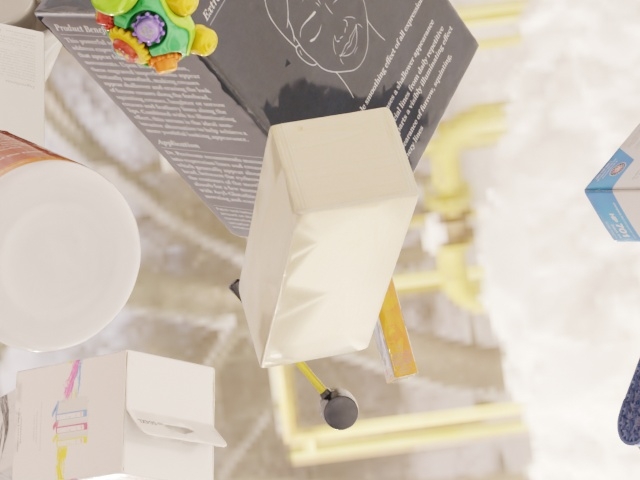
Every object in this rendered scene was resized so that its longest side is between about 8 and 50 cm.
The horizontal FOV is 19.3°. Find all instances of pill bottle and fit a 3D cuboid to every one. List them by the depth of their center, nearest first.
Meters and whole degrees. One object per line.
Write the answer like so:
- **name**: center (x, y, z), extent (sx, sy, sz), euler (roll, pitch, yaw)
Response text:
- **pill bottle**: center (-0.212, -0.010, 1.233), extent (0.216, 0.121, 0.121), euler (23, 125, 58)

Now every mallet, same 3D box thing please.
- **mallet**: center (-0.027, 0.117, 1.901), extent (0.190, 0.039, 0.062), euler (50, 179, -15)

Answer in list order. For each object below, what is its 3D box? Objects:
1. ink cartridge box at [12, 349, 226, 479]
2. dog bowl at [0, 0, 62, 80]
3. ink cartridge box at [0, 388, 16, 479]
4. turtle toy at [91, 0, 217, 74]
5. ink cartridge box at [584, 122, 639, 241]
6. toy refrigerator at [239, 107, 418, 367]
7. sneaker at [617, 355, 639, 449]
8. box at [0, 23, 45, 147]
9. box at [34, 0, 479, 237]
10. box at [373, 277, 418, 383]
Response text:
- **ink cartridge box**: center (-0.145, 0.136, 1.378), extent (0.092, 0.143, 0.090), euler (15, -111, -46)
- **dog bowl**: center (-0.444, -0.253, 2.082), extent (0.349, 0.348, 0.102), euler (-98, 18, -58)
- **ink cartridge box**: center (-0.335, 0.226, 2.065), extent (0.060, 0.180, 0.104), euler (35, -143, -38)
- **turtle toy**: center (-0.149, -0.186, 1.551), extent (0.066, 0.095, 0.130), euler (-53, -35, -21)
- **ink cartridge box**: center (0.395, -0.069, 1.974), extent (0.190, 0.139, 0.082), euler (2, 132, 51)
- **toy refrigerator**: center (0.000, 0.000, 1.575), extent (0.269, 0.102, 0.094), euler (103, 153, -59)
- **sneaker**: center (0.393, 0.122, 1.979), extent (0.081, 0.090, 0.232), euler (27, 94, 60)
- **box**: center (-0.299, -0.091, 1.641), extent (0.170, 0.091, 0.130), euler (-98, 26, -45)
- **box**: center (-0.054, -0.221, 1.984), extent (0.395, 0.212, 0.293), euler (50, -121, -41)
- **box**: center (0.066, 0.076, 1.925), extent (0.081, 0.028, 0.136), euler (114, 140, -81)
